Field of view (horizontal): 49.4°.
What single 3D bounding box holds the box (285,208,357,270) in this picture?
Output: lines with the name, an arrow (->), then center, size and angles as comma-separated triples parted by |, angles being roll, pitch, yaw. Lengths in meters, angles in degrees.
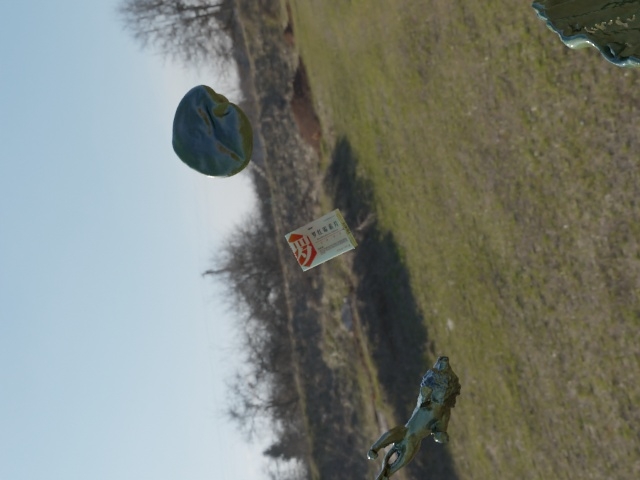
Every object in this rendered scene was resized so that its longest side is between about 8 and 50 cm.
box -> 0.000, 0.000, 0.956 | 0.058, 0.093, 0.015 | 61, -147, -5

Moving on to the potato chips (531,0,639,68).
potato chips -> 0.434, -0.320, 0.800 | 0.373, 0.389, 0.097 | 36, 168, 38

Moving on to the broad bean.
broad bean -> -0.205, -0.202, 1.295 | 0.072, 0.153, 0.207 | 39, -160, -52

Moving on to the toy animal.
toy animal -> 0.123, 0.239, 0.884 | 0.069, 0.220, 0.086 | 43, 153, 5
